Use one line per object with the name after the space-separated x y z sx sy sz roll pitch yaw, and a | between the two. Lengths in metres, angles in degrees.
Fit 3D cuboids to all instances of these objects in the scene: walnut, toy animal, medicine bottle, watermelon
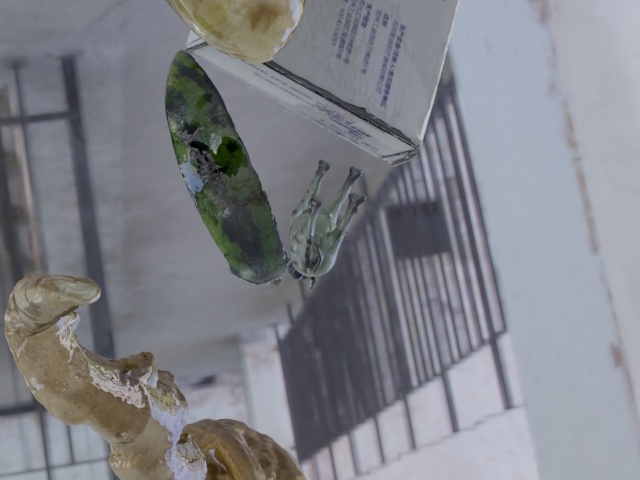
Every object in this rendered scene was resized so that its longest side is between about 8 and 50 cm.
-0.115 0.338 1.610 0.224 0.257 0.257 -15 171 -29 | walnut
-0.005 -0.002 1.607 0.073 0.176 0.217 19 -161 -3 | toy animal
0.018 -0.173 0.860 0.171 0.201 0.052 25 160 -30 | medicine bottle
-0.092 -0.062 1.251 0.063 0.245 0.119 -25 -174 0 | watermelon

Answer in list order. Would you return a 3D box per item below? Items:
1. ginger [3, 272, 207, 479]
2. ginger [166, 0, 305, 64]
-0.132 0.102 0.883 0.075 0.089 0.288 16 148 30 | ginger
-0.120 -0.279 0.623 0.122 0.348 0.363 -37 165 -1 | ginger
